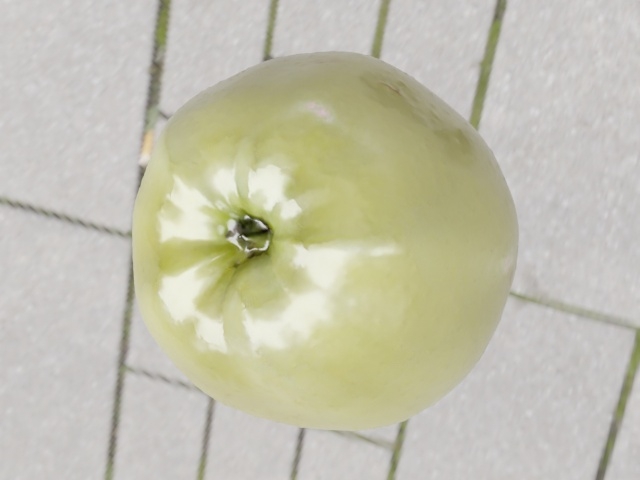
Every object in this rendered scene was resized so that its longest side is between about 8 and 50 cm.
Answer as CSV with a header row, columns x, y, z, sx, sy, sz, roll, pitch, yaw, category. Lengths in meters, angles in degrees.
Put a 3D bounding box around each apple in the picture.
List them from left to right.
x,y,z,sx,sy,sz,roll,pitch,yaw,category
0.000,0.000,0.831,0.200,0.200,0.200,7,118,13,apple
